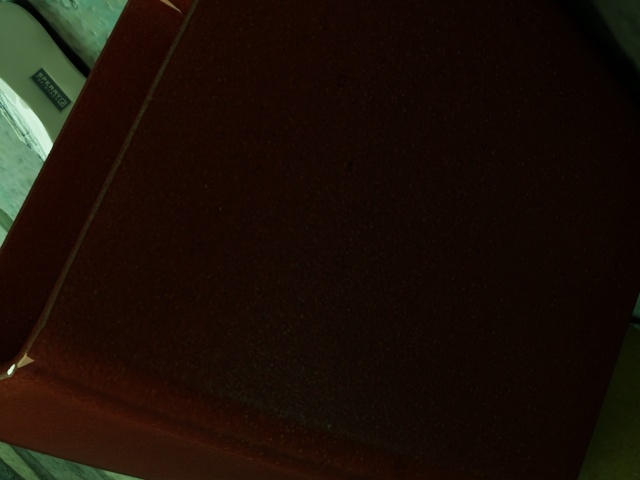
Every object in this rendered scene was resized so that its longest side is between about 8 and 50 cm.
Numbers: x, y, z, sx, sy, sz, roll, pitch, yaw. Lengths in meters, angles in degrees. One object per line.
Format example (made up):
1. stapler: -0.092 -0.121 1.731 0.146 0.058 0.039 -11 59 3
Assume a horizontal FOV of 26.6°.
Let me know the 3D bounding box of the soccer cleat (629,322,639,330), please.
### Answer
1. soccer cleat: 0.168 0.055 0.726 0.083 0.029 0.036 27 144 25

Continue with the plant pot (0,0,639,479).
1. plant pot: 0.000 0.000 0.620 0.235 0.267 0.267 28 160 -16

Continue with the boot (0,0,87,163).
1. boot: -0.195 -0.092 1.008 0.190 0.069 0.086 56 161 -11

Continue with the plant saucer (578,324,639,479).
1. plant saucer: 0.171 0.257 0.589 0.333 0.081 0.333 36 120 32
